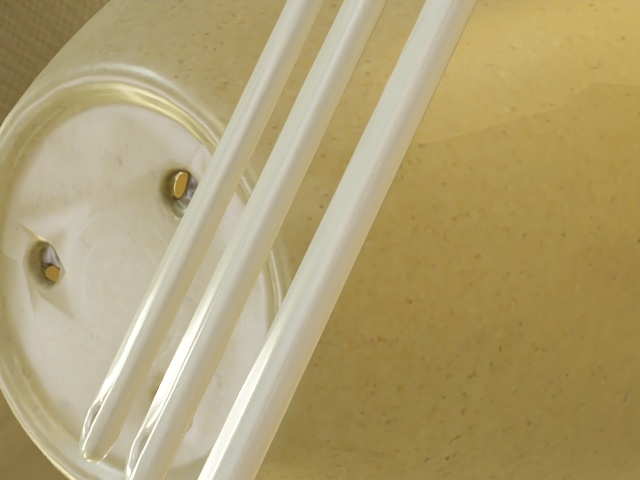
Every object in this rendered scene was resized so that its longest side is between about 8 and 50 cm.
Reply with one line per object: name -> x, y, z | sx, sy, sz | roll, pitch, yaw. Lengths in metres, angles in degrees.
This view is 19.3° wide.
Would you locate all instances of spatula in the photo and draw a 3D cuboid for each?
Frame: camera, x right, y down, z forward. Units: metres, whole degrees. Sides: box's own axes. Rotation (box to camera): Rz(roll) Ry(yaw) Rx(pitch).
spatula -> 0.004, -0.043, 0.395 | 0.019, 0.168, 0.242 | 25, -85, -17

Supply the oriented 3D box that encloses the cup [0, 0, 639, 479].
cup -> 0.000, 0.000, 0.770 | 0.237, 0.331, 0.331 | -12, -35, -49
